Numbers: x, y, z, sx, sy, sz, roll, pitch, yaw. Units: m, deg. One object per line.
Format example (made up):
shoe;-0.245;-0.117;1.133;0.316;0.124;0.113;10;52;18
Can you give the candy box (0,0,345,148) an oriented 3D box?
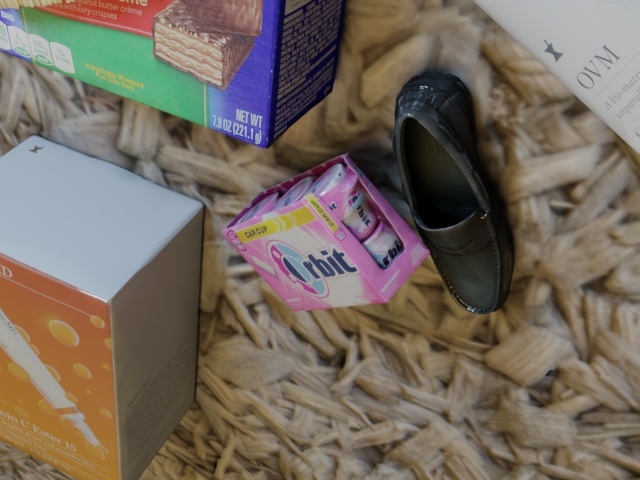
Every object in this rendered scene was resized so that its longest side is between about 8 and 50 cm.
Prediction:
candy box;-0.114;-0.256;0.559;0.268;0.122;0.317;21;132;16

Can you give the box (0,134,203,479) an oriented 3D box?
box;-0.267;0.094;0.897;0.215;0.168;0.345;22;133;13

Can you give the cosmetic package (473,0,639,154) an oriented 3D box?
cosmetic package;0.161;-0.199;0.370;0.224;0.138;0.224;46;155;8

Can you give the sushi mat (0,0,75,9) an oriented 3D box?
sushi mat;-0.217;-0.299;0.490;0.152;0.019;0.316;3;125;32

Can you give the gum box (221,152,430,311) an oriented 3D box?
gum box;0.000;0.000;0.699;0.107;0.062;0.188;49;155;-13

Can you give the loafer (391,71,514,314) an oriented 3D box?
loafer;0.103;-0.024;0.655;0.076;0.078;0.223;-1;125;31
